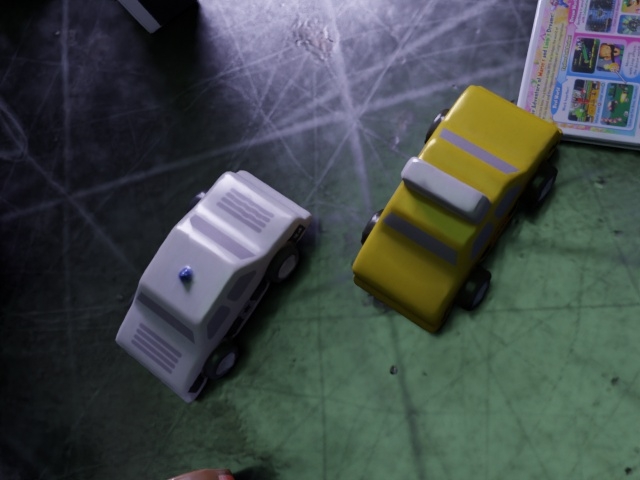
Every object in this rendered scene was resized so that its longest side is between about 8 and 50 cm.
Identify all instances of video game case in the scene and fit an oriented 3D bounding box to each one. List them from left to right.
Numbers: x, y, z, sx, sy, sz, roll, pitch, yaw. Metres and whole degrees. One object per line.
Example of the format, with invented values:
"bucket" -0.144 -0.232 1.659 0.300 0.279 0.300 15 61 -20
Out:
"video game case" 0.237 -0.149 0.613 0.143 0.019 0.157 11 81 18

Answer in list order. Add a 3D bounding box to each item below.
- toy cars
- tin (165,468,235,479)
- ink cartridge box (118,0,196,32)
"toy cars" 0.000 0.000 0.602 0.393 0.087 0.177 -18 74 13
"tin" -0.147 0.224 0.590 0.189 0.106 0.040 -29 64 7
"ink cartridge box" -0.237 -0.359 0.715 0.065 0.165 0.333 -34 72 6
